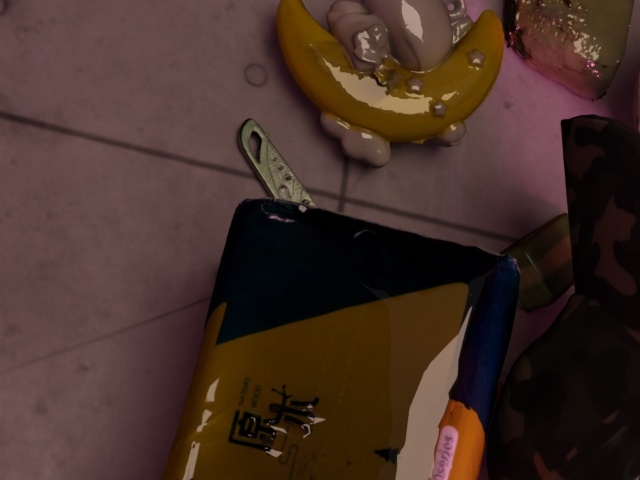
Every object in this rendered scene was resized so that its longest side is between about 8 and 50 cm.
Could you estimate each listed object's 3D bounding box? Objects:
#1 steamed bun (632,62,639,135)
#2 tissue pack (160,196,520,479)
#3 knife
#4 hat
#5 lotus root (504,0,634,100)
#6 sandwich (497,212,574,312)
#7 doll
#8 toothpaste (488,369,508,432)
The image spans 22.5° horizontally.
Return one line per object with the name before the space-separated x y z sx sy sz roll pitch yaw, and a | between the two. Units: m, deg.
steamed bun | 0.505 -0.141 1.748 0.309 0.309 0.309 6 73 -19
tissue pack | 0.007 0.205 1.442 0.264 0.253 0.416 13 71 9
knife | -0.001 0.000 1.647 0.043 0.020 0.293 -33 87 -23
hat | 0.237 0.091 1.539 0.257 0.366 0.381 -25 89 -5
lotus root | 0.279 -0.243 1.794 0.144 0.070 0.143 13 70 -17
sandwich | 0.255 0.015 1.709 0.116 0.074 0.074 -32 88 -25
doll | 0.080 -0.208 1.691 0.237 0.111 0.252 -27 87 -10
toothpaste | 0.102 0.232 1.607 0.075 0.048 0.301 39 63 -2
